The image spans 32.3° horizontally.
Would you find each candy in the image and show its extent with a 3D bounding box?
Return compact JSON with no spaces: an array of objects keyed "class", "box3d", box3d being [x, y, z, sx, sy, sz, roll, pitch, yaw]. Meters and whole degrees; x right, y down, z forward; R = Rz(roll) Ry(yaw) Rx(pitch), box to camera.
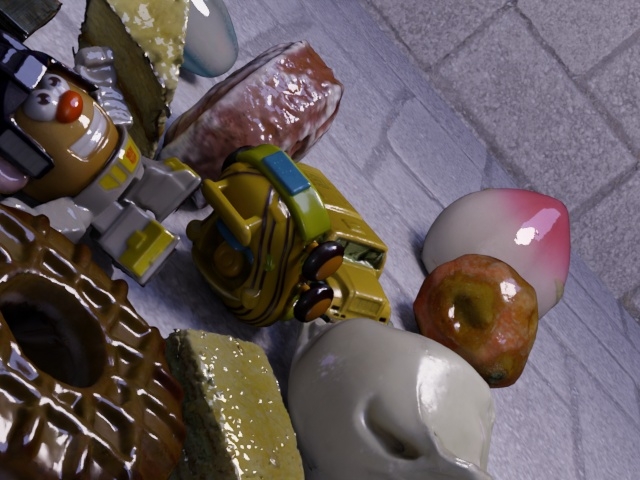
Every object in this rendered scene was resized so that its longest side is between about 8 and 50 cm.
[{"class":"candy","box3d":[-0.092,-0.161,1.544,0.157,0.214,0.289,48,61,-2]}]

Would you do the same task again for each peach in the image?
[{"class":"peach","box3d":[0.274,0.143,1.872,0.214,0.214,0.235,33,32,-41]}]

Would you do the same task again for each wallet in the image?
[{"class":"wallet","box3d":[-0.480,-0.390,1.431,0.317,0.044,0.169,44,21,-15]}]

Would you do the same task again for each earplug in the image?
[{"class":"earplug","box3d":[-0.254,-0.397,1.786,0.324,0.185,0.185,50,18,-19]}]

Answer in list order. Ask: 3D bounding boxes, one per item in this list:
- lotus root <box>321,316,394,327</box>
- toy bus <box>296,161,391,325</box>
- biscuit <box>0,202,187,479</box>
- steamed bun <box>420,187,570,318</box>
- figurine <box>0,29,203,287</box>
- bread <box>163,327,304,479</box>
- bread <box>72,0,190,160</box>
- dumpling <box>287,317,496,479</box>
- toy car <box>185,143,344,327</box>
[{"class":"lotus root","box3d":[0.054,0.130,1.607,0.144,0.070,0.143,37,22,-32]},{"class":"toy bus","box3d":[0.000,0.000,1.566,0.121,0.123,0.335,18,19,-32]},{"class":"biscuit","box3d":[-0.253,0.099,0.940,0.332,0.103,0.332,44,20,-21]},{"class":"steamed bun","box3d":[0.374,0.020,2.194,0.309,0.309,0.309,43,20,-20]},{"class":"figurine","box3d":[-0.271,-0.092,1.187,0.308,0.143,0.308,42,22,-22]},{"class":"bread","box3d":[-0.103,0.191,1.101,0.138,0.102,0.196,20,38,-51]},{"class":"bread","box3d":[-0.228,-0.217,1.395,0.178,0.266,0.142,41,62,1]},{"class":"dumpling","box3d":[0.095,0.242,1.324,0.395,0.233,0.315,34,-20,53]},{"class":"toy car","box3d":[-0.085,0.007,1.347,0.142,0.248,0.200,-25,58,-27]}]
